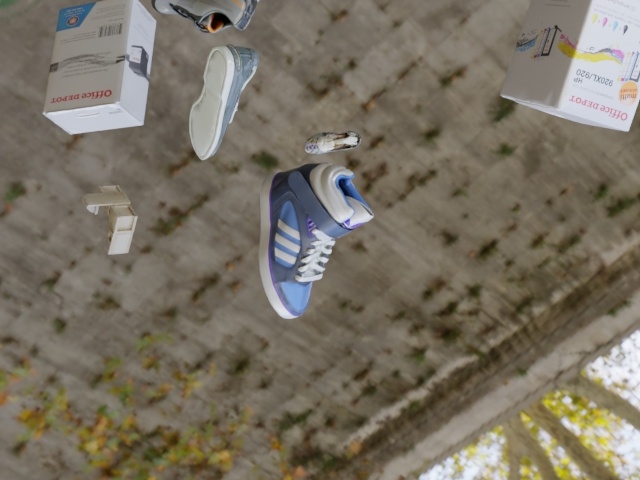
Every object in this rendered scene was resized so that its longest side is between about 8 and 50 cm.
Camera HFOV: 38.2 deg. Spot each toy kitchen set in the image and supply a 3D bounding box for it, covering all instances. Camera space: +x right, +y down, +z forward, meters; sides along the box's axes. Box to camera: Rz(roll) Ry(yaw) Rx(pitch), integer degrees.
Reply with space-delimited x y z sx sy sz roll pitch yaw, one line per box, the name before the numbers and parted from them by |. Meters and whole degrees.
toy kitchen set | -0.335 -0.032 1.424 0.083 0.068 0.075 52 -46 39

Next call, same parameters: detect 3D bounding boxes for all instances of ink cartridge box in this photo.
ink cartridge box | -0.552 -0.438 2.325 0.223 0.129 0.307 -5 -111 19
ink cartridge box | 0.455 -0.326 1.594 0.168 0.171 0.232 34 -70 62

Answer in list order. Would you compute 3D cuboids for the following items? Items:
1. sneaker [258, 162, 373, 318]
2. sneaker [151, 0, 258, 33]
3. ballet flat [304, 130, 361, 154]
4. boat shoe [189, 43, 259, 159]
sneaker | 0.000 0.000 1.913 0.236 0.130 0.322 -5 -90 33
sneaker | -0.237 -0.461 1.812 0.272 0.100 0.107 10 -99 37
ballet flat | 0.026 -0.186 1.740 0.114 0.041 0.041 -11 -164 -21
boat shoe | -0.215 -0.304 2.068 0.116 0.099 0.319 54 -37 26
